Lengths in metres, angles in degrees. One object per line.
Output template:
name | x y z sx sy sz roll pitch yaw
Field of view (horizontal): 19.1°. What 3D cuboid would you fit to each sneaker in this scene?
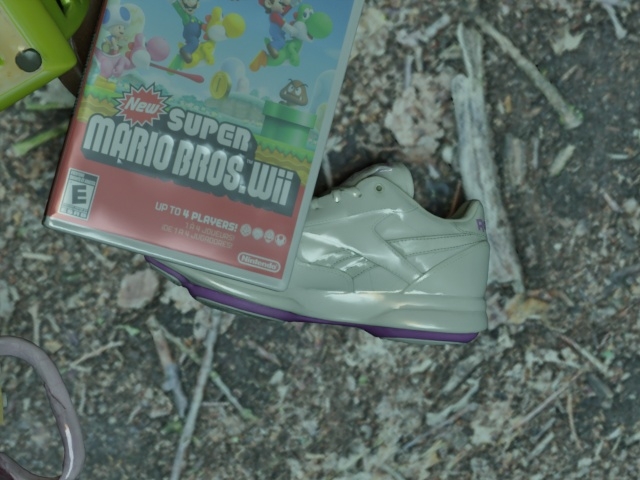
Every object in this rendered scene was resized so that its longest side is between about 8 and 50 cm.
sneaker | 0.000 0.000 1.611 0.305 0.114 0.152 9 87 -16

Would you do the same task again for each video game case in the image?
video game case | -0.086 -0.121 1.508 0.204 0.025 0.285 16 86 -17

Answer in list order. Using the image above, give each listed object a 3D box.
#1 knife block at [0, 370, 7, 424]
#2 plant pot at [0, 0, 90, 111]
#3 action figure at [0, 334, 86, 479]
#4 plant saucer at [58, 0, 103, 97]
knife block | -0.384 0.033 1.519 0.242 0.088 0.275 -6 111 -11
plant pot | -0.309 -0.182 1.372 0.228 0.207 0.227 -29 119 5
action figure | -0.408 0.142 1.473 0.276 0.370 0.248 -7 75 -44
plant saucer | -0.141 -0.174 1.538 0.168 0.029 0.168 -4 110 -12
